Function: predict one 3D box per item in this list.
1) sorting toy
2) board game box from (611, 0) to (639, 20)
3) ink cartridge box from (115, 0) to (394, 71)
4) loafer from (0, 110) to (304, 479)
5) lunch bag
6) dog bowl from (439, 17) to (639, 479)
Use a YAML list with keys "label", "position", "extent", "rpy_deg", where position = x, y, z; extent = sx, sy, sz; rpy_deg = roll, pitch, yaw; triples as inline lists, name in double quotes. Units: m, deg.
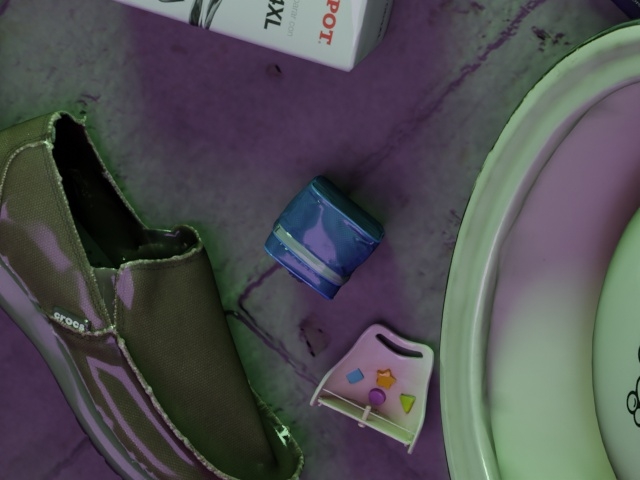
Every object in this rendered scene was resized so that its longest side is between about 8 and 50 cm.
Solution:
- label: "sorting toy"
  position: [0.047, 0.102, 1.436]
  extent: [0.083, 0.045, 0.075]
  rpy_deg: [26, 109, 6]
- label: "board game box"
  position: [0.202, -0.193, 1.213]
  extent: [0.170, 0.141, 0.048]
  rpy_deg: [43, 77, -2]
- label: "ink cartridge box"
  position: [-0.046, -0.217, 1.307]
  extent: [0.203, 0.086, 0.148]
  rpy_deg: [17, 115, 10]
- label: "loafer"
  position: [-0.130, 0.057, 1.417]
  extent: [0.130, 0.134, 0.366]
  rpy_deg: [-38, 97, 26]
- label: "lunch bag"
  position: [0.000, 0.000, 1.378]
  extent: [0.067, 0.098, 0.065]
  rpy_deg: [41, 99, 0]
- label: "dog bowl"
  position: [0.241, 0.074, 1.191]
  extent: [0.150, 0.408, 0.408]
  rpy_deg: [4, 120, -29]
